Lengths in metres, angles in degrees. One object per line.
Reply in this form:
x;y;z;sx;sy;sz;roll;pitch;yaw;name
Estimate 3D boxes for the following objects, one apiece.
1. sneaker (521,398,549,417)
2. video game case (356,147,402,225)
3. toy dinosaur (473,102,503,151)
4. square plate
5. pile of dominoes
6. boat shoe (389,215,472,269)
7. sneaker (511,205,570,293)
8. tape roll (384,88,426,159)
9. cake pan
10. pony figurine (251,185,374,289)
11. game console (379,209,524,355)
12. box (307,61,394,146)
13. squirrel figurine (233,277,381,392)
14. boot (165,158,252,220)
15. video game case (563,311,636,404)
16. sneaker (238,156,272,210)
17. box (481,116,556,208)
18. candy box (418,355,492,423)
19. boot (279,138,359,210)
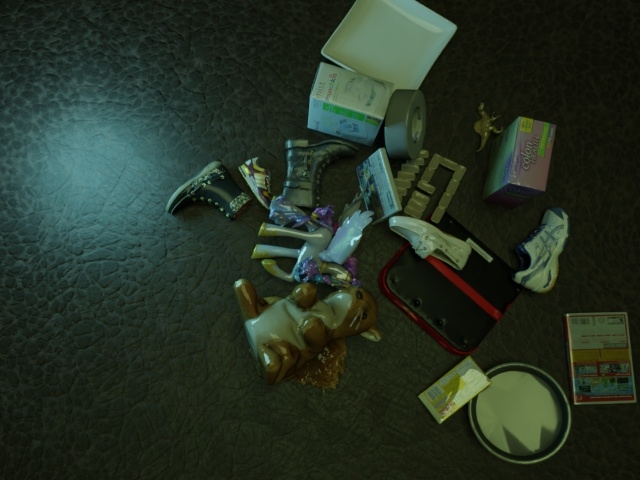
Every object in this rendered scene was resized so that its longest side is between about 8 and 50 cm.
0.661;0.515;1.798;0.042;0.067;0.118;-44;56;-6;sneaker
0.181;-0.165;1.807;0.023;0.183;0.201;-12;82;-23;video game case
0.563;-0.373;1.931;0.093;0.053;0.183;1;73;13;toy dinosaur
0.233;-0.674;1.954;0.344;0.049;0.347;33;81;3;square plate
0.339;-0.178;1.889;0.196;0.040;0.251;28;69;8;pile of dominoes
0.332;0.010;1.778;0.277;0.098;0.096;23;75;-2;boat shoe
0.696;0.014;1.827;0.131;0.112;0.296;20;73;-2;sneaker
0.272;-0.366;1.818;0.072;0.219;0.219;7;80;24;tape roll
0.598;0.520;1.739;0.293;0.054;0.293;-5;70;15;cake pan
0.000;0.000;1.753;0.364;0.303;0.351;21;113;-3;pony figurine
0.417;0.136;1.840;0.386;0.060;0.342;41;76;3;game console
0.086;-0.422;1.801;0.231;0.262;0.126;16;81;-1;box
-0.020;0.263;1.664;0.370;0.397;0.281;-18;54;-15;squirrel figurine
-0.353;-0.122;1.822;0.236;0.085;0.178;-43;88;-9;boot
0.890;0.373;1.834;0.204;0.025;0.285;-1;81;-3;video game case
-0.183;-0.182;1.847;0.084;0.069;0.185;-34;85;-2;sneaker
0.617;-0.237;1.807;0.117;0.243;0.213;13;80;0;box
0.413;0.459;1.770;0.206;0.027;0.105;-38;70;1;candy box
-0.008;-0.208;1.861;0.263;0.091;0.229;1;86;1;boot
